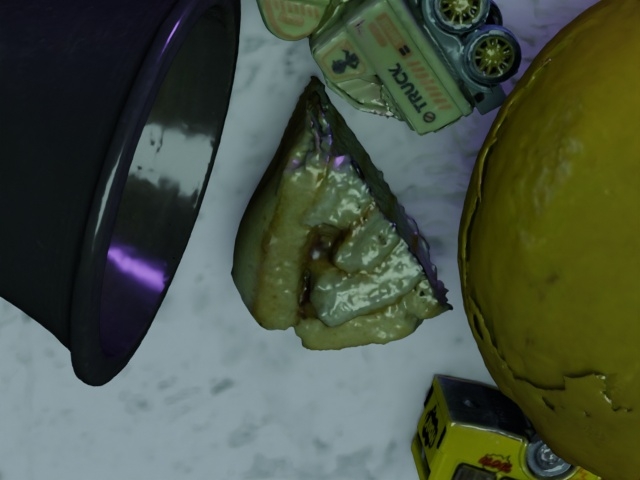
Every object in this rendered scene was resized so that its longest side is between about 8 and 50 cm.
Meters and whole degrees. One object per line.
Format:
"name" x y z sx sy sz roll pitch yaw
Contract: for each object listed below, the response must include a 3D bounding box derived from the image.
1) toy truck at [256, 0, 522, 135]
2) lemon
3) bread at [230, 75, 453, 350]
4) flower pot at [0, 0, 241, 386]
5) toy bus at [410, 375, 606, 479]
"toy truck" 0.026 -0.142 1.032 0.116 0.085 0.191 -33 112 8
"lemon" 0.218 -0.003 1.001 0.297 0.297 0.297 -2 109 -7
"bread" -0.004 -0.004 1.073 0.110 0.103 0.156 -27 105 14
"flower pot" -0.147 -0.053 0.987 0.148 0.235 0.235 19 106 8
"toy bus" 0.172 0.151 1.152 0.226 0.081 0.074 18 107 -13
